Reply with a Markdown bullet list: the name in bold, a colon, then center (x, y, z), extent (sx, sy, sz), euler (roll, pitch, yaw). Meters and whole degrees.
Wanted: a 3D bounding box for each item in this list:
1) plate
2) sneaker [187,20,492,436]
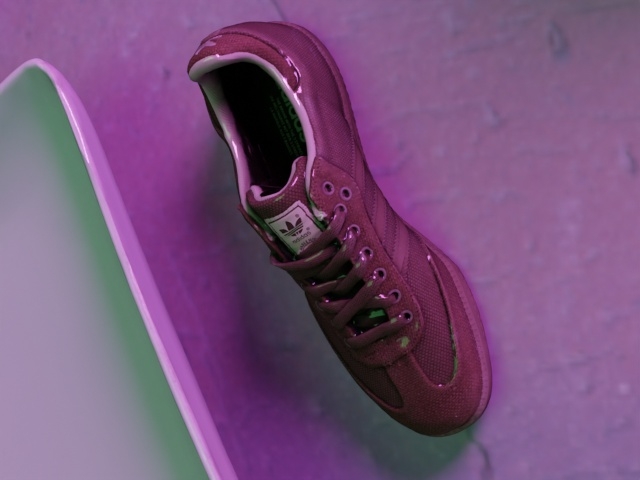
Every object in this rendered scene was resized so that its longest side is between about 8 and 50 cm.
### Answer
- **plate**: center (-0.132, 0.098, 0.636), extent (0.278, 0.045, 0.277), euler (-33, 76, 42)
- **sneaker**: center (0.000, 0.000, 0.560), extent (0.066, 0.071, 0.188), euler (-32, 83, 29)
